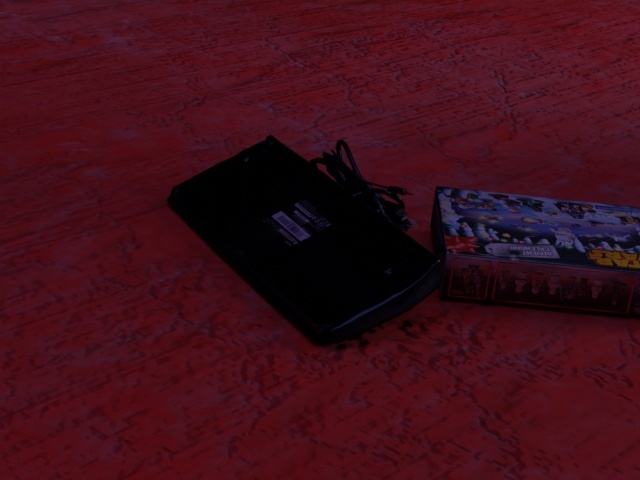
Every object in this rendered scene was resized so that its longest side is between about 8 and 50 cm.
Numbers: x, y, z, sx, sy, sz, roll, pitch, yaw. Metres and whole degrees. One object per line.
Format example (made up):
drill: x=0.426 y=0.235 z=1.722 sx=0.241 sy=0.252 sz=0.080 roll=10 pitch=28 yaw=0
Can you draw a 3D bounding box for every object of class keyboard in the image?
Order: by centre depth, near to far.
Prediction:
keyboard: x=0.000 y=0.000 z=0.701 sx=0.100 sy=0.038 sz=0.192 roll=-28 pitch=35 yaw=-15

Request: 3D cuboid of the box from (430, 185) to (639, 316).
box: x=0.128 y=0.006 z=0.707 sx=0.137 sy=0.027 sz=0.094 roll=6 pitch=24 yaw=-2
